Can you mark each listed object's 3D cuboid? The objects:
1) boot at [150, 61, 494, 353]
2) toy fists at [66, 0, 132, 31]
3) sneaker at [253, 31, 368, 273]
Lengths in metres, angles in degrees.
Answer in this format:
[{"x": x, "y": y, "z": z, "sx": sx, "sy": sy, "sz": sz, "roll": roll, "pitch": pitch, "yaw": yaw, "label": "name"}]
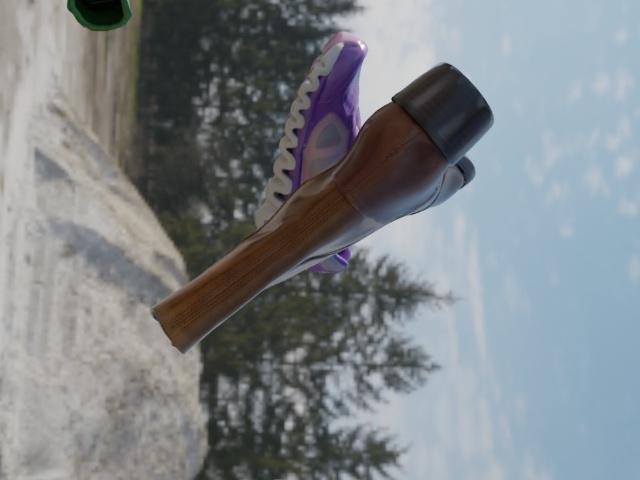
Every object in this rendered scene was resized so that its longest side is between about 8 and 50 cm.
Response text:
[{"x": 0.000, "y": 0.000, "z": 0.849, "sx": 0.096, "sy": 0.280, "sz": 0.264, "roll": 50, "pitch": -4, "yaw": -3, "label": "boot"}, {"x": -0.314, "y": -0.381, "z": 1.313, "sx": 0.279, "sy": 0.096, "sz": 0.142, "roll": 62, "pitch": 13, "yaw": -61, "label": "toy fists"}, {"x": 0.012, "y": -0.068, "z": 0.980, "sx": 0.095, "sy": 0.104, "sz": 0.236, "roll": -62, "pitch": 170, "yaw": -66, "label": "sneaker"}]
